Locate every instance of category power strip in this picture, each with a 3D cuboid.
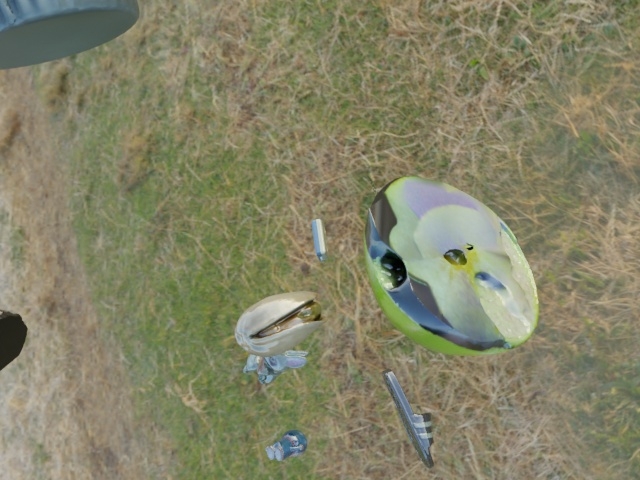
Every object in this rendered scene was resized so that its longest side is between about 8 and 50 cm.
[{"bbox_3d":[0.000,0.000,1.789,0.032,0.056,0.123,-12,60,9],"label":"power strip"}]

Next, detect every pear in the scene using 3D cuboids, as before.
[{"bbox_3d":[0.235,0.075,1.196,0.398,0.399,0.165,61,138,25],"label":"pear"}]

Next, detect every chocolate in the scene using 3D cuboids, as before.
[{"bbox_3d":[-0.701,0.183,1.215,0.133,0.156,0.156,30,105,19],"label":"chocolate"}]

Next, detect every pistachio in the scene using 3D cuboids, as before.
[{"bbox_3d":[-0.095,0.192,1.385,0.215,0.144,0.143,-20,69,-4],"label":"pistachio"}]

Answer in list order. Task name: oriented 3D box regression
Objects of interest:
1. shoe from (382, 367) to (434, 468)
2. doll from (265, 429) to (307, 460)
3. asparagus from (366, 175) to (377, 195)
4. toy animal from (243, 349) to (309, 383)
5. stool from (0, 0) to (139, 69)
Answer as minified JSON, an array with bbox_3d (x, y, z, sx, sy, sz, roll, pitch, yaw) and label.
[{"bbox_3d":[0.165,0.296,1.016,0.049,0.071,0.179,-23,80,-8],"label":"shoe"},{"bbox_3d":[-0.098,0.644,1.868,0.114,0.152,0.085,-5,90,33],"label":"doll"},{"bbox_3d":[0.163,-0.169,1.855,0.162,0.016,0.016,-101,2,-62],"label":"asparagus"},{"bbox_3d":[-0.139,0.373,1.892,0.251,0.126,0.127,-31,62,45],"label":"toy animal"},{"bbox_3d":[-0.413,-0.417,0.766,0.297,0.297,0.329,-9,104,38],"label":"stool"}]
